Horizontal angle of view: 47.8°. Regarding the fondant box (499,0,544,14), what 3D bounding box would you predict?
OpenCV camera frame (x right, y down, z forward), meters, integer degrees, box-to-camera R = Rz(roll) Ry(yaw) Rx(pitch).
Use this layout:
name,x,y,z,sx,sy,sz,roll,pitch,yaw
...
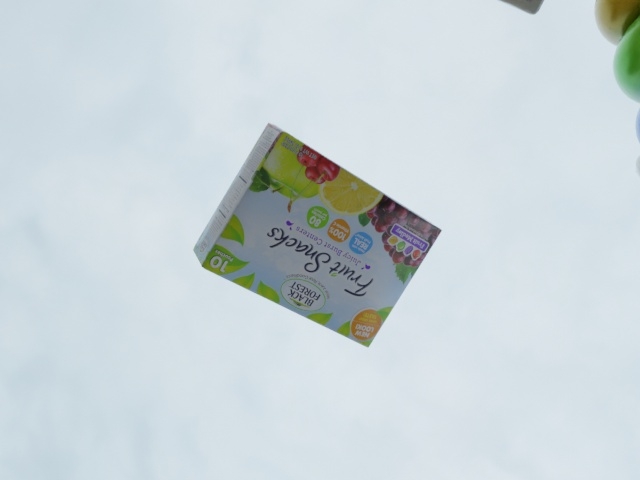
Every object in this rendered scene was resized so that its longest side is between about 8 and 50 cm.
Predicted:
name,x,y,z,sx,sy,sz,roll,pitch,yaw
fondant box,0.141,-0.385,0.573,0.238,0.096,0.330,26,-65,5

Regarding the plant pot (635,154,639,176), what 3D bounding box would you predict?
name,x,y,z,sx,sy,sz,roll,pitch,yaw
plant pot,0.473,-0.239,0.706,0.333,0.334,0.306,-3,-73,35

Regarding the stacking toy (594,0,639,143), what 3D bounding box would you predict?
name,x,y,z,sx,sy,sz,roll,pitch,yaw
stacking toy,0.206,-0.116,0.383,0.141,0.141,0.330,-34,-113,34

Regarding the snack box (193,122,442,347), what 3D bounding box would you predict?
name,x,y,z,sx,sy,sz,roll,pitch,yaw
snack box,0.000,0.000,0.487,0.100,0.141,0.037,-58,-152,6
